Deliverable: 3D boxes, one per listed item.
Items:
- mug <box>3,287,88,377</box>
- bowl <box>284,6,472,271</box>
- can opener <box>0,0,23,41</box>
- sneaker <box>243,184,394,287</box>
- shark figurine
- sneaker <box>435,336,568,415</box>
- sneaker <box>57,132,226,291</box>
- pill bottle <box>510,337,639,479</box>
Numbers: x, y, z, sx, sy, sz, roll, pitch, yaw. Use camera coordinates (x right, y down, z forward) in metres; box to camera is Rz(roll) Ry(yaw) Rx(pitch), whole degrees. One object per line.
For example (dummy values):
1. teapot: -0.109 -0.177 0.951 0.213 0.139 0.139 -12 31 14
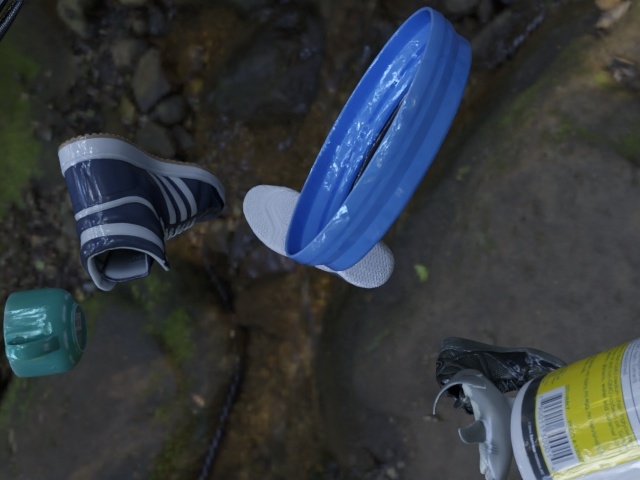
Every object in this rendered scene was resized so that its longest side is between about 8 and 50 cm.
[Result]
1. mug: -0.403 0.145 1.610 0.158 0.097 0.129 -96 -1 -46
2. bowl: 0.079 -0.132 1.496 0.391 0.077 0.391 -57 12 19
3. can opener: -0.501 -0.292 1.607 0.073 0.059 0.186 26 76 30
4. sneaker: 0.000 0.000 1.785 0.268 0.153 0.101 28 89 10
5. shark figurine: 0.267 0.248 1.644 0.116 0.278 0.166 -5 46 26
6. sneaker: 0.303 0.242 1.831 0.227 0.087 0.130 8 50 14
7. sneaker: -0.191 -0.016 1.252 0.099 0.282 0.153 -21 72 22
8. pill bottle: 0.246 0.120 0.741 0.208 0.119 0.119 -29 63 38
